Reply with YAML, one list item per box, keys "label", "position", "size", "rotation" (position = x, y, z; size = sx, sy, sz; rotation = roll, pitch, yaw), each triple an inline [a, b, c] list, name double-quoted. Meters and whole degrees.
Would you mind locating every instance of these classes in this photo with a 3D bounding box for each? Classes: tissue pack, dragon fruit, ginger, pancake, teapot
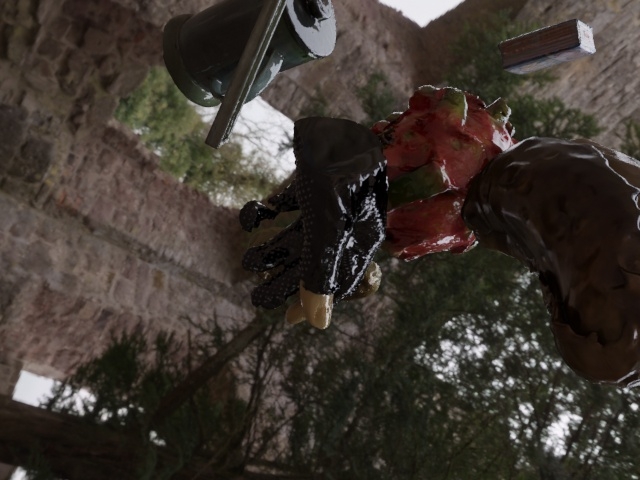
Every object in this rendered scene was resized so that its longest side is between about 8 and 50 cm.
- label: "tissue pack"
  position: [0.451, -0.384, 1.128]
  size: [0.155, 0.115, 0.065]
  rotation: [-9, -87, 39]
- label: "dragon fruit"
  position: [0.155, -0.092, 0.834]
  size: [0.302, 0.231, 0.237]
  rotation: [-28, -117, -12]
- label: "ginger"
  position: [0.242, -0.009, 0.512]
  size: [0.172, 0.165, 0.321]
  rotation: [-34, -160, 11]
- label: "pancake"
  position: [-0.009, 0.033, 0.636]
  size: [0.158, 0.158, 0.028]
  rotation: [-22, -136, 47]
- label: "teapot"
  position: [-0.134, -0.386, 1.119]
  size: [0.336, 0.200, 0.271]
  rotation: [-11, -122, 33]

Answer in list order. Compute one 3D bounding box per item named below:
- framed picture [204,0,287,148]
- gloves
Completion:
- label: "framed picture"
  position: [-0.085, -0.284, 0.804]
  size: [0.240, 0.020, 0.324]
  rotation: [-114, -132, -77]
- label: "gloves"
  position: [0.001, -0.002, 0.490]
  size: [0.129, 0.106, 0.181]
  rotation: [42, -43, 35]
